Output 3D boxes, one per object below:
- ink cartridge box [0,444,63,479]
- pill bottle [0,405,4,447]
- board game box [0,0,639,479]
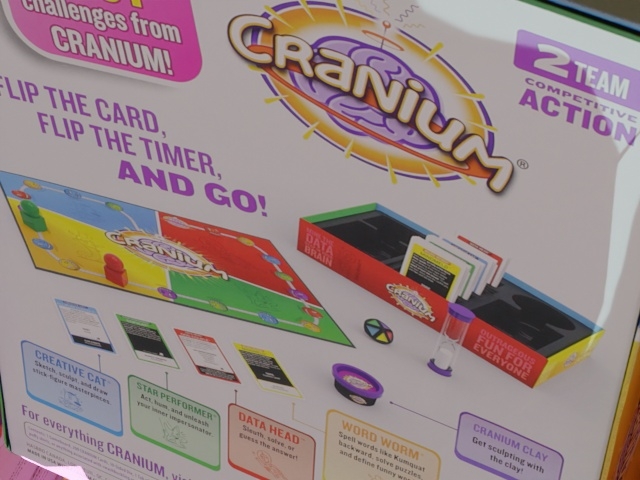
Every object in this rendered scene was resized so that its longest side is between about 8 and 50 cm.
[{"bbox_3d":[-0.249,0.103,1.212,0.166,0.285,0.395,27,165,3],"label":"ink cartridge box"},{"bbox_3d":[-0.191,-0.031,0.795,0.181,0.181,0.323,25,149,5],"label":"pill bottle"},{"bbox_3d":[0.000,0.000,0.638,0.242,0.064,0.317,22,140,16],"label":"board game box"}]
